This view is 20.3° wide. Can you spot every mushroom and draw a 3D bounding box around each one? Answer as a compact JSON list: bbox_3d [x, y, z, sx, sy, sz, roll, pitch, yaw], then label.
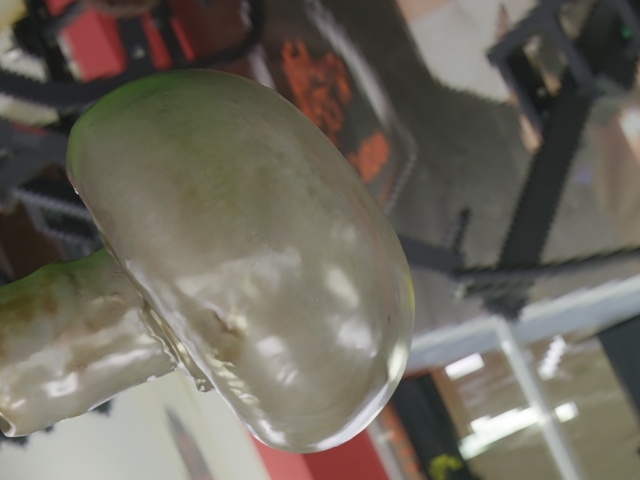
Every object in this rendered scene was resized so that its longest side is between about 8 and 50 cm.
[{"bbox_3d":[-0.054,0.023,0.842,0.209,0.206,0.206,-47,-169,-27],"label":"mushroom"}]
